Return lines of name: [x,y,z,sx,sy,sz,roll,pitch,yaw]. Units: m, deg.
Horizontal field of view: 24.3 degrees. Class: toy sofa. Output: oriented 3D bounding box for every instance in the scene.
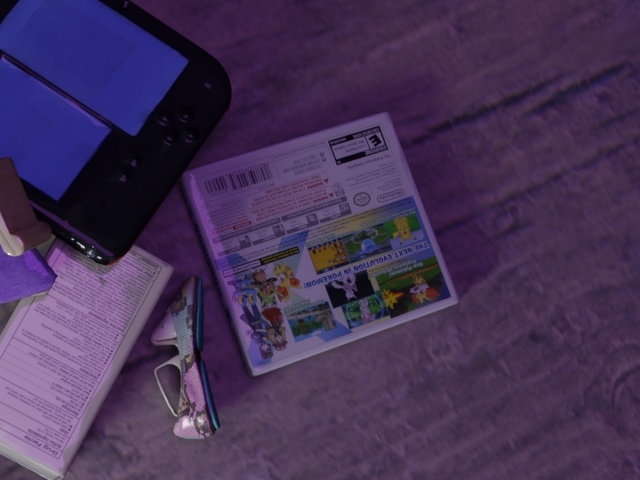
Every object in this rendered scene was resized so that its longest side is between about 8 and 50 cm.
toy sofa: [-0.512,0.044,1.787,0.363,0.150,0.177,-21,94,4]

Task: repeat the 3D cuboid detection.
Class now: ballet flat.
ballet flat: [-0.185,0.157,1.986,0.079,0.077,0.221,-8,80,1]

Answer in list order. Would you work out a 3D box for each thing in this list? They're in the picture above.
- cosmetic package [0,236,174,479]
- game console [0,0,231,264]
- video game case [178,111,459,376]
cosmetic package: [-0.333,0.137,1.917,0.160,0.113,0.309,31,72,-8]
game console: [-0.340,-0.193,1.937,0.387,0.060,0.342,33,58,-2]
video game case: [0.000,0.000,2.092,0.329,0.036,0.299,-18,84,-21]
